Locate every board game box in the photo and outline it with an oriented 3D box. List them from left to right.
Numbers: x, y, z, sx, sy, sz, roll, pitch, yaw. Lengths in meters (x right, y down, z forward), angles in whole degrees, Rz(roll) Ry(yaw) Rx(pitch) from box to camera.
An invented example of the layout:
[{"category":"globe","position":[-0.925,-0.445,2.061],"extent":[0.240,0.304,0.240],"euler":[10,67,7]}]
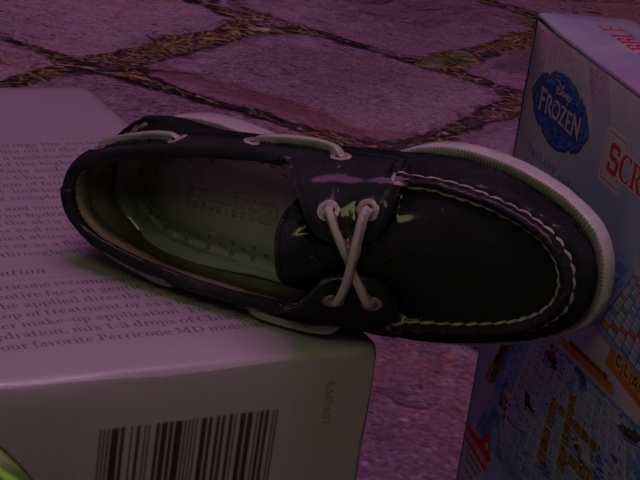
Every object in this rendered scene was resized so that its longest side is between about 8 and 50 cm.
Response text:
[{"category":"board game box","position":[0.168,0.077,0.883],"extent":[0.066,0.318,0.319],"euler":[1,23,-16]}]

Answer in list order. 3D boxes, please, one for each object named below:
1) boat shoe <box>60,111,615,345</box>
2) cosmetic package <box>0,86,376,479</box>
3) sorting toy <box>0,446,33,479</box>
[{"category":"boat shoe","position":[0.000,0.000,0.889],"extent":[0.302,0.114,0.091],"euler":[8,16,32]},{"category":"cosmetic package","position":[-0.178,0.048,1.059],"extent":[0.230,0.161,0.453],"euler":[-3,24,-28]},{"category":"sorting toy","position":[-0.173,0.127,0.647],"extent":[0.365,0.127,0.126],"euler":[11,-10,3]}]
